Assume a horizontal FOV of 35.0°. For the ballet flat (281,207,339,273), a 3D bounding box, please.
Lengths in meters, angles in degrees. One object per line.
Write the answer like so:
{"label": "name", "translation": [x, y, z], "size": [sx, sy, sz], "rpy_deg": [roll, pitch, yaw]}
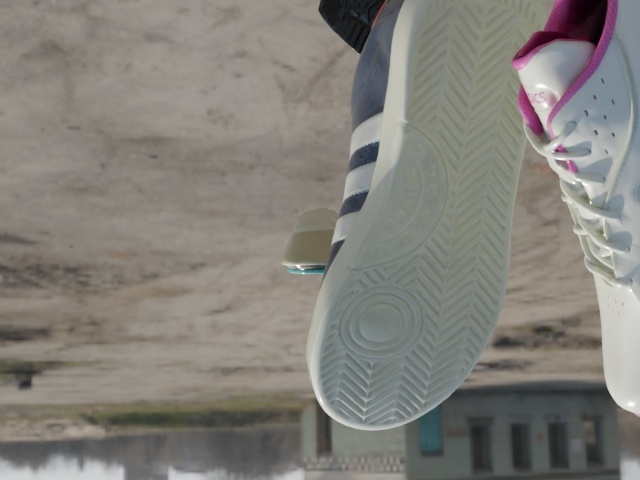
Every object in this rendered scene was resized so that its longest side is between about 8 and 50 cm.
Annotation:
{"label": "ballet flat", "translation": [0.000, 0.000, 1.188], "size": [0.086, 0.086, 0.248], "rpy_deg": [-2, 178, 4]}

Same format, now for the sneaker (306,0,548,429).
{"label": "sneaker", "translation": [0.069, -0.035, 0.740], "size": [0.131, 0.350, 0.148], "rpy_deg": [12, -160, -13]}

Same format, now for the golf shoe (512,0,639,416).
{"label": "golf shoe", "translation": [0.164, -0.049, 0.554], "size": [0.140, 0.306, 0.115], "rpy_deg": [-1, -170, -14]}

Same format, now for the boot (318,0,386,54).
{"label": "boot", "translation": [0.103, -0.167, 0.829], "size": [0.198, 0.077, 0.137], "rpy_deg": [25, -163, 5]}
